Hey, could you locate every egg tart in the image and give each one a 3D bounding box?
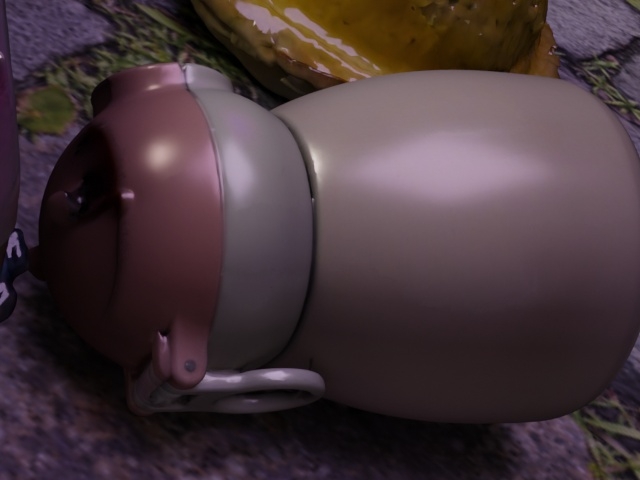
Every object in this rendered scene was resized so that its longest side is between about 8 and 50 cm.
[{"bbox_3d":[0.036,-0.167,0.939,0.288,0.118,0.288,21,37,-16],"label":"egg tart"}]

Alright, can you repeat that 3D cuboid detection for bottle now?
[{"bbox_3d":[0.000,0.000,0.645,0.236,0.148,0.148,2,40,-25],"label":"bottle"}]

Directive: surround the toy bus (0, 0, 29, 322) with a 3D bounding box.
[{"bbox_3d":[-0.189,-0.164,0.555,0.171,0.162,0.386,1,64,-23],"label":"toy bus"}]
